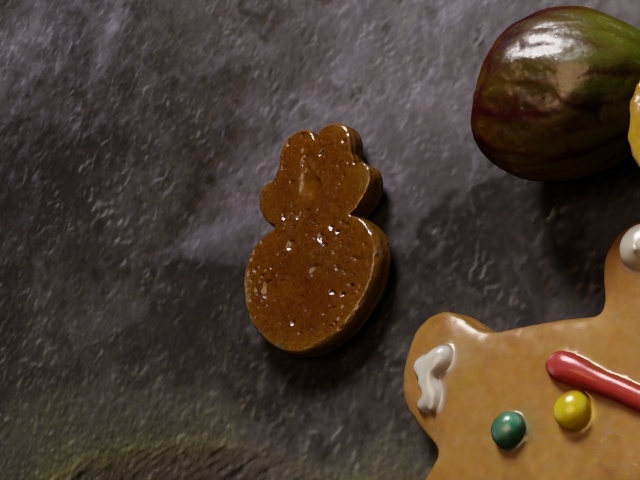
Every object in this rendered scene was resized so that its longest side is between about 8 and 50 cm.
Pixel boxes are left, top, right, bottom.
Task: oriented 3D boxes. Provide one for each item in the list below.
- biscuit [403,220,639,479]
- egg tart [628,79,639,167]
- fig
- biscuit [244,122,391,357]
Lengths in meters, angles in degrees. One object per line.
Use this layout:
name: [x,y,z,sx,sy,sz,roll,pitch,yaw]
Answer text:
biscuit: [0.187,0.087,0.741,0.339,0.047,0.216,-18,64,33]
egg tart: [0.285,-0.069,0.670,0.241,0.106,0.241,-21,48,26]
fig: [0.171,-0.087,0.789,0.154,0.103,0.109,12,117,30]
biscuit: [0.000,0.000,0.937,0.124,0.026,0.175,-7,69,35]
